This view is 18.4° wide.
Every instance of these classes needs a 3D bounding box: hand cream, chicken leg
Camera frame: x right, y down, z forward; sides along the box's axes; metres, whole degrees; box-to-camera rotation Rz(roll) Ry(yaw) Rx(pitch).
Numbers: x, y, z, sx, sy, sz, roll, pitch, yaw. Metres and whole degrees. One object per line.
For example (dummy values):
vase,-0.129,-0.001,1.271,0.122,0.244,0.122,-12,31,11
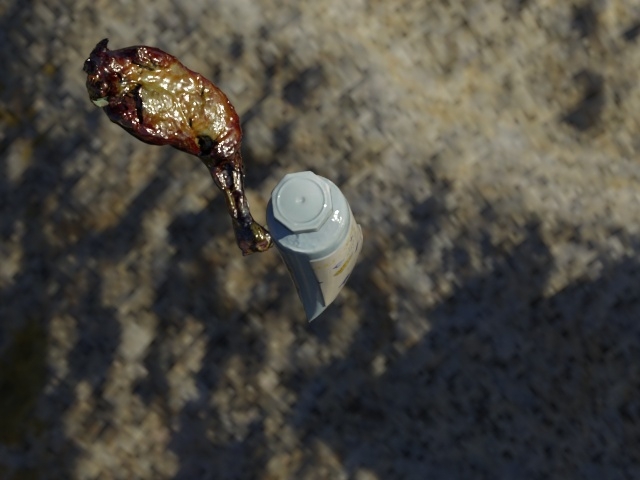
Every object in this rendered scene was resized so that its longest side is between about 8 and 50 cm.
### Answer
hand cream,0.000,0.000,1.063,0.043,0.170,0.065,27,81,13
chicken leg,-0.119,-0.096,1.856,0.051,0.253,0.106,-23,26,53
